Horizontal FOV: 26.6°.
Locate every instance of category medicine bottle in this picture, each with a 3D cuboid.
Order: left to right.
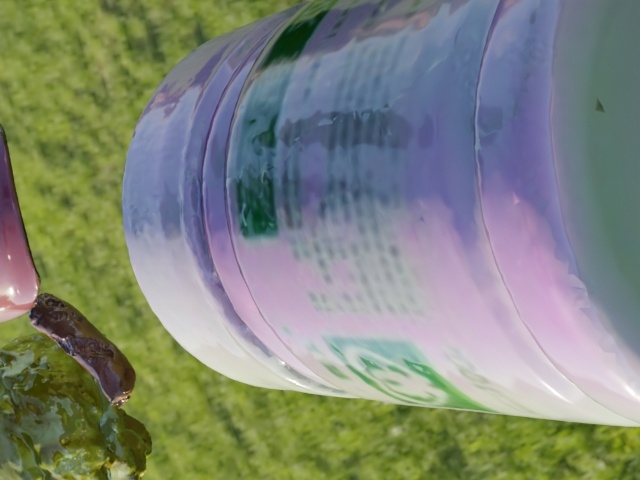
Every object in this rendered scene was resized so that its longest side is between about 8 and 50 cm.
[{"bbox_3d":[0.067,-0.027,0.613,0.325,0.212,0.212,-3,104,58],"label":"medicine bottle"}]

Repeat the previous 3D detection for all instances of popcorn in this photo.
[{"bbox_3d":[-0.280,0.206,1.451,0.204,0.184,0.221,-124,22,-72],"label":"popcorn"}]

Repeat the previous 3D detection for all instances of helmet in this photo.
[{"bbox_3d":[-0.352,-0.010,1.167,0.253,0.154,0.198,3,106,66],"label":"helmet"}]

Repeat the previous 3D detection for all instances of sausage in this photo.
[{"bbox_3d":[-0.214,0.095,1.221,0.158,0.036,0.042,37,122,39],"label":"sausage"}]
